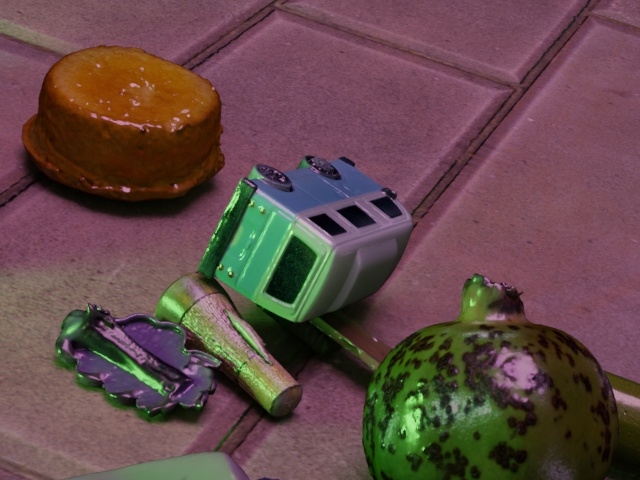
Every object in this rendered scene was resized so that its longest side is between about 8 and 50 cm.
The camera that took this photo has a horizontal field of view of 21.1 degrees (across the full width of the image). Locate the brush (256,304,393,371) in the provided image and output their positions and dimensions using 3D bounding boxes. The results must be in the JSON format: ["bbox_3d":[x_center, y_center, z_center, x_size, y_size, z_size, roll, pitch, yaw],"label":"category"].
[{"bbox_3d":[0.033,0.122,1.945,0.282,0.048,0.054,33,25,30],"label":"brush"}]

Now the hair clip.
[{"bbox_3d":[-0.192,0.121,1.835,0.195,0.052,0.124,29,54,21],"label":"hair clip"}]

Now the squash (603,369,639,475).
[{"bbox_3d":[0.304,0.190,1.883,0.379,0.101,0.101,18,29,18],"label":"squash"}]

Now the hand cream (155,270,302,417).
[{"bbox_3d":[-0.095,0.121,1.879,0.084,0.084,0.203,-14,45,-40],"label":"hand cream"}]

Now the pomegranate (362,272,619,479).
[{"bbox_3d":[0.168,0.170,1.701,0.254,0.270,0.254,6,1,0],"label":"pomegranate"}]

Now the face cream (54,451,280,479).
[{"bbox_3d":[-0.220,0.290,1.512,0.420,0.137,0.235,-11,37,-17],"label":"face cream"}]

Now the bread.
[{"bbox_3d":[-0.252,-0.146,2.217,0.268,0.145,0.268,8,33,-5],"label":"bread"}]

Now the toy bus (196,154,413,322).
[{"bbox_3d":[0.000,0.000,1.971,0.165,0.133,0.271,34,21,18],"label":"toy bus"}]
